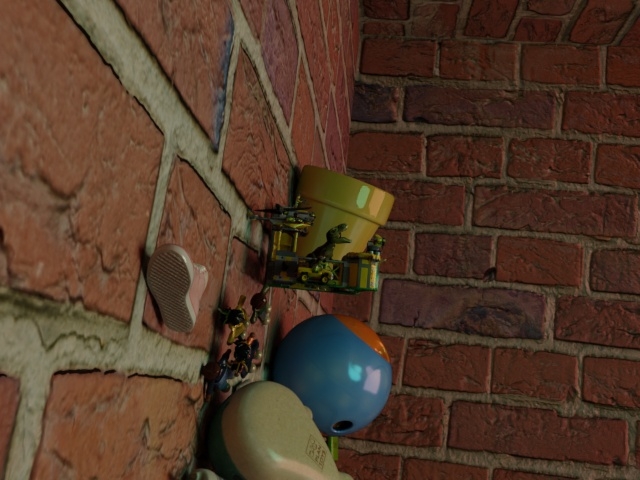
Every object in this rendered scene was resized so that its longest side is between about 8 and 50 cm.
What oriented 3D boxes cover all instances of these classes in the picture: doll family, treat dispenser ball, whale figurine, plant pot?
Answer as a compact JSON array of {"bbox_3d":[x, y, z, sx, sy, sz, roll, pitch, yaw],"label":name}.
[{"bbox_3d":[-0.128,0.157,0.973,0.111,0.076,0.193,90,9,-72],"label":"doll family"},{"bbox_3d":[0.027,0.320,1.506,0.288,0.288,0.288,5,90,-84],"label":"treat dispenser ball"},{"bbox_3d":[-0.064,0.353,0.997,0.272,0.141,0.216,45,27,-15],"label":"whale figurine"},{"bbox_3d":[0.034,-0.043,1.632,0.254,0.254,0.239,17,93,-83],"label":"plant pot"}]

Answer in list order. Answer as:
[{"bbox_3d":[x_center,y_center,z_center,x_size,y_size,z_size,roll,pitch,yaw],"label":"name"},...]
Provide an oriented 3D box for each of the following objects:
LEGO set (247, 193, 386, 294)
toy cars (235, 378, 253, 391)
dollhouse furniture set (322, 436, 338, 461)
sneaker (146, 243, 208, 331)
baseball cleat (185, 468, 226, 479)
[{"bbox_3d":[0.000,0.000,1.245,0.331,0.255,0.192,73,23,-82],"label":"LEGO set"},{"bbox_3d":[-0.131,0.430,1.076,0.176,0.087,0.394,88,9,-47],"label":"toy cars"},{"bbox_3d":[-0.096,0.560,1.584,0.301,0.151,0.197,31,52,-51],"label":"dollhouse furniture set"},{"bbox_3d":[-0.159,0.037,0.711,0.134,0.051,0.070,93,4,-45],"label":"sneaker"},{"bbox_3d":[-0.152,0.413,0.831,0.109,0.072,0.206,45,41,-39],"label":"baseball cleat"}]
